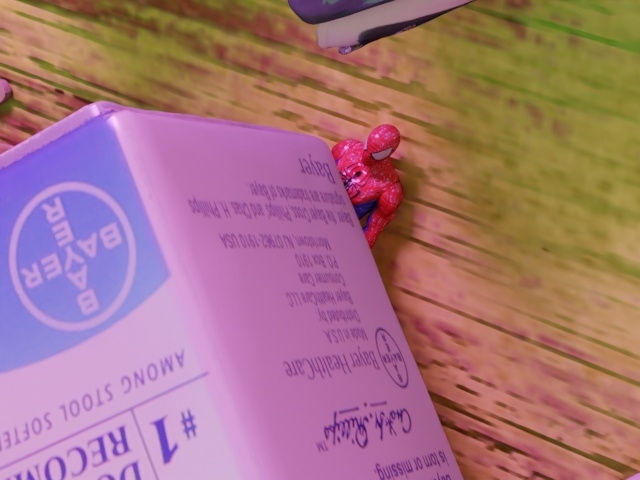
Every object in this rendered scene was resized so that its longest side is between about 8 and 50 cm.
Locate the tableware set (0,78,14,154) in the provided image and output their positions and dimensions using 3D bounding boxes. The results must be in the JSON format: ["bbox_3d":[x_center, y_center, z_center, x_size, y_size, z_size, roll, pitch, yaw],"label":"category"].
[{"bbox_3d":[-0.179,0.021,0.772,0.194,0.039,0.128,-29,89,40],"label":"tableware set"}]

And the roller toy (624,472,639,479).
[{"bbox_3d":[0.151,0.142,0.472,0.191,0.209,0.146,-17,98,14],"label":"roller toy"}]

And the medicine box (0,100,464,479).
[{"bbox_3d":[-0.083,0.141,0.574,0.263,0.149,0.289,-26,78,22],"label":"medicine box"}]

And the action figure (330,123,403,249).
[{"bbox_3d":[0.000,0.000,0.641,0.038,0.030,0.115,47,126,20],"label":"action figure"}]

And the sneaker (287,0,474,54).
[{"bbox_3d":[0.067,-0.090,0.515,0.235,0.094,0.153,45,129,15],"label":"sneaker"}]
